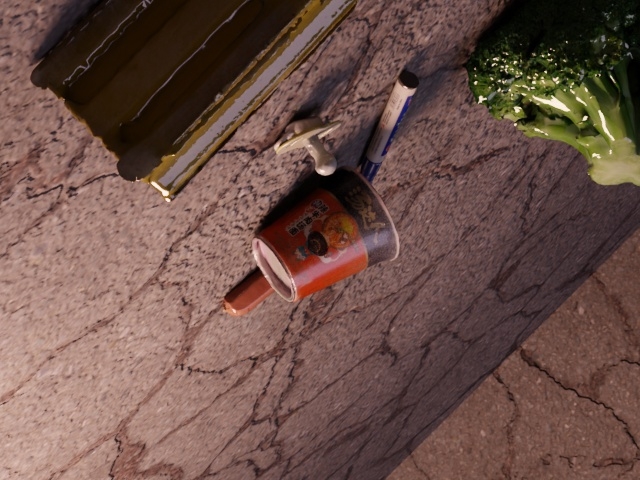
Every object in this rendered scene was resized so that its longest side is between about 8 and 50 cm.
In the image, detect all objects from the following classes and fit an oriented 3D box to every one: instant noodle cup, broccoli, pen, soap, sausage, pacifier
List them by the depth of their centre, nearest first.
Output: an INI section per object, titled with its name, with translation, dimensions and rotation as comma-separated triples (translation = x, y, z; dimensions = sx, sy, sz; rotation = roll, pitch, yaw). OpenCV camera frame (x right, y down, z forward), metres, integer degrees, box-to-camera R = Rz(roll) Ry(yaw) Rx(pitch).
[soap]
translation = -0.093, -0.157, 1.383
dimensions = 0.233, 0.135, 0.076
rotation = -45, 163, 1
[pacifier]
translation = -0.009, -0.094, 1.854
dimensions = 0.068, 0.064, 0.083
rotation = -34, 172, 36
[instant noodle cup]
translation = 0.001, 0.000, 2.024
dimensions = 0.136, 0.127, 0.127
rotation = -31, 160, -18
[pen]
translation = 0.074, -0.120, 2.046
dimensions = 0.025, 0.025, 0.204
rotation = -33, 160, -32
[broccoli]
translation = 0.315, -0.184, 2.109
dimensions = 0.265, 0.245, 0.294
rotation = -32, 146, 30
[sausage]
translation = -0.057, 0.040, 2.119
dimensions = 0.147, 0.035, 0.030
rotation = -41, -174, -12
